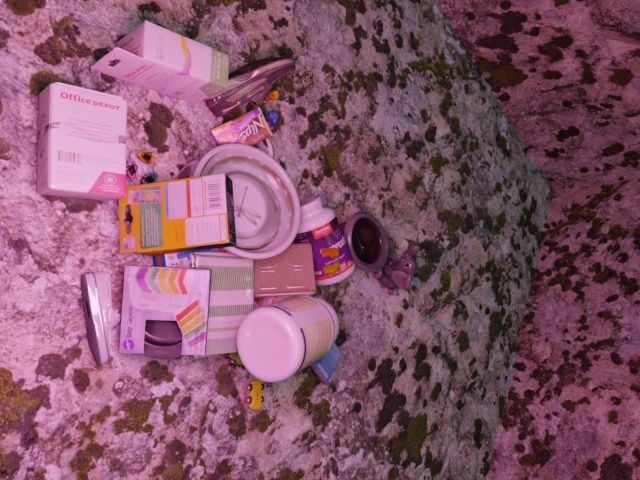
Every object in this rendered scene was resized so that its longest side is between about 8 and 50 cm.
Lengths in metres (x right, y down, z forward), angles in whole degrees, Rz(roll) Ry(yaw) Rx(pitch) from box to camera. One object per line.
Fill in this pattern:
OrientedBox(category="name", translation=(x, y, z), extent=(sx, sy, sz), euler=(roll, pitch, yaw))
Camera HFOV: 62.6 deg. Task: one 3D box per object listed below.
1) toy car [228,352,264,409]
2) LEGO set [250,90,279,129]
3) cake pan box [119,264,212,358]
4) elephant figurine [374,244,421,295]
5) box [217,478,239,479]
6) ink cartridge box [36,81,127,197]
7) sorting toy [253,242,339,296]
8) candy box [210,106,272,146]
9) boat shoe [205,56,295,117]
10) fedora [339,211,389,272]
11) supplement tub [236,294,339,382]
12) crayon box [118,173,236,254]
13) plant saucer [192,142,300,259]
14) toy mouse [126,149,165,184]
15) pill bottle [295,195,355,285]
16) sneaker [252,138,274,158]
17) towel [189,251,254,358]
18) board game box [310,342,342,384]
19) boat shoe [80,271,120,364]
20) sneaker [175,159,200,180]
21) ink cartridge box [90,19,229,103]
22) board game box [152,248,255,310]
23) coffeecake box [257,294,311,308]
OrientedBox(category="toy car", translation=(-0.243, 0.434, 1.825), extent=(0.225, 0.053, 0.239), euler=(48, 55, -30))
OrientedBox(category="LEGO set", translation=(-0.198, -0.502, 1.937), extent=(0.087, 0.093, 0.227), euler=(-28, 105, -42))
OrientedBox(category="cake pan box", translation=(-0.451, 0.208, 1.538), extent=(0.246, 0.070, 0.266), euler=(5, 89, -7))
OrientedBox(category="elephant figurine", translation=(0.364, 0.133, 2.314), extent=(0.186, 0.239, 0.169), euler=(31, 65, -38))
OrientedBox(category="box", translation=(-0.289, 0.839, 1.703), extent=(0.087, 0.102, 0.101), euler=(17, 75, -40))
OrientedBox(category="ink cartridge box", translation=(-0.655, -0.263, 1.452), extent=(0.207, 0.117, 0.283), euler=(4, 83, -44))
OrientedBox(category="sorting toy", translation=(-0.082, 0.102, 1.856), extent=(0.307, 0.041, 0.229), euler=(-2, 51, -6))
OrientedBox(category="candy box", translation=(-0.273, -0.372, 1.819), extent=(0.187, 0.053, 0.109), euler=(-26, 107, -7))
OrientedBox(category="boat shoe", translation=(-0.244, -0.538, 1.841), extent=(0.355, 0.132, 0.130), euler=(-27, 123, -14))
OrientedBox(category="fedora", translation=(0.158, 0.008, 2.207), extent=(0.275, 0.124, 0.243), euler=(27, 68, -43))
OrientedBox(category="supplement tub", translation=(-0.095, 0.308, 1.728), extent=(0.325, 0.235, 0.235), euler=(-9, 92, -63))
OrientedBox(category="crayon box", translation=(-0.414, -0.070, 1.528), extent=(0.083, 0.323, 0.203), euler=(53, 31, -78))
OrientedBox(category="plant saucer", translation=(-0.254, -0.120, 1.734), extent=(0.400, 0.100, 0.400), euler=(15, 64, -34))
OrientedBox(category="toy mouse", translation=(-0.548, -0.203, 1.595), extent=(0.161, 0.031, 0.143), euler=(10, 84, -59))
OrientedBox(category="pill bottle", translation=(0.000, 0.000, 2.016), extent=(0.181, 0.181, 0.323), euler=(-36, 111, -40))
OrientedBox(category="sneaker", translation=(-0.236, -0.264, 1.876), extent=(0.108, 0.100, 0.271), euler=(8, 80, -38))
OrientedBox(category="towel", translation=(-0.307, 0.199, 1.677), extent=(0.248, 0.038, 0.324), euler=(2, 85, -45))
OrientedBox(category="board game box", translation=(-0.004, 0.420, 2.033), extent=(0.145, 0.027, 0.281), euler=(-58, 137, -32))
OrientedBox(category="boat shoe", translation=(-0.603, 0.212, 1.468), extent=(0.084, 0.095, 0.258), euler=(-8, 92, -40))
OrientedBox(category="sneaker", translation=(-0.413, -0.144, 1.709), extent=(0.115, 0.090, 0.232), euler=(21, 80, -49))
OrientedBox(category="ink cartridge box", translation=(-0.479, -0.540, 1.588), extent=(0.353, 0.207, 0.119), euler=(8, 81, -44))
OrientedBox(category="board game box", translation=(-0.374, 0.122, 1.706), extent=(0.302, 0.086, 0.308), euler=(-10, 93, -44))
OrientedBox(category="coffeecake box", translation=(-0.130, 0.217, 1.945), extent=(0.185, 0.068, 0.142), euler=(25, 71, -40))
